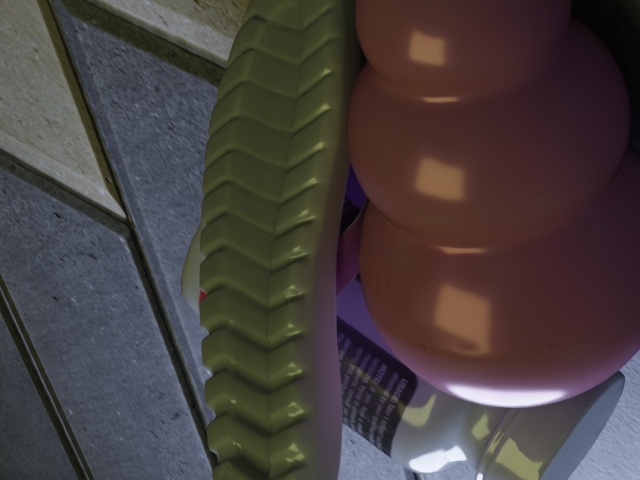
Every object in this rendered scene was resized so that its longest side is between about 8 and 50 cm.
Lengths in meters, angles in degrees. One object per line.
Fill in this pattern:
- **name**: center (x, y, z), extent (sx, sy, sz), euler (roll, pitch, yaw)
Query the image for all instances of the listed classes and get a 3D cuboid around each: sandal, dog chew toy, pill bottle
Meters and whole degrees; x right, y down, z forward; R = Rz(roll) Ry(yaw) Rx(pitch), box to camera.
- **sandal**: center (-0.009, 0.000, 1.393), extent (0.102, 0.416, 0.169), euler (8, 175, -33)
- **dog chew toy**: center (0.107, -0.057, 1.249), extent (0.206, 0.206, 0.332), euler (20, 138, 41)
- **pill bottle**: center (0.065, 0.065, 1.514), extent (0.318, 0.176, 0.176), euler (35, 154, 18)
